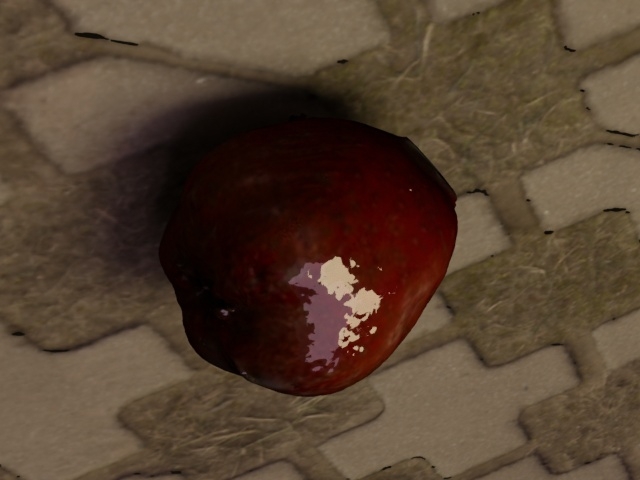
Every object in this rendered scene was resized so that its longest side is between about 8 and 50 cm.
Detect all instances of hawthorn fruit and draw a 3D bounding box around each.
[{"bbox_3d":[0.000,0.000,0.936,0.202,0.185,0.185,-31,147,-27],"label":"hawthorn fruit"}]
